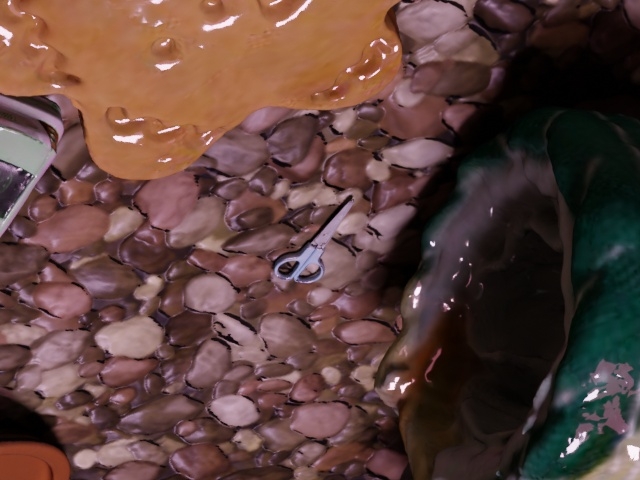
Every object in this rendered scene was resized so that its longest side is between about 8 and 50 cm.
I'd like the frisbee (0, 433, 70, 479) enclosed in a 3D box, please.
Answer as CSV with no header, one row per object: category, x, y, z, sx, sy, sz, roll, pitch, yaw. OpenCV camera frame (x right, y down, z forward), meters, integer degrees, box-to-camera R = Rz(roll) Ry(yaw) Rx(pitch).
frisbee,-0.288,0.206,1.353,0.251,0.021,0.251,-28,157,-13

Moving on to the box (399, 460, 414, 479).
box,0.225,0.212,1.378,0.333,0.145,0.173,-14,121,35

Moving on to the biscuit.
biscuit,-0.025,-0.166,1.026,0.355,0.052,0.275,-34,136,17

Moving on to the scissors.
scissors,0.000,0.000,1.279,0.036,0.006,0.083,14,133,-28

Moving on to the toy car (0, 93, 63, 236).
toy car,-0.238,-0.008,1.142,0.090,0.076,0.224,19,129,-36

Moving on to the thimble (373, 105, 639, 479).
thimble,0.161,0.059,1.209,0.167,0.254,0.288,10,149,-24
